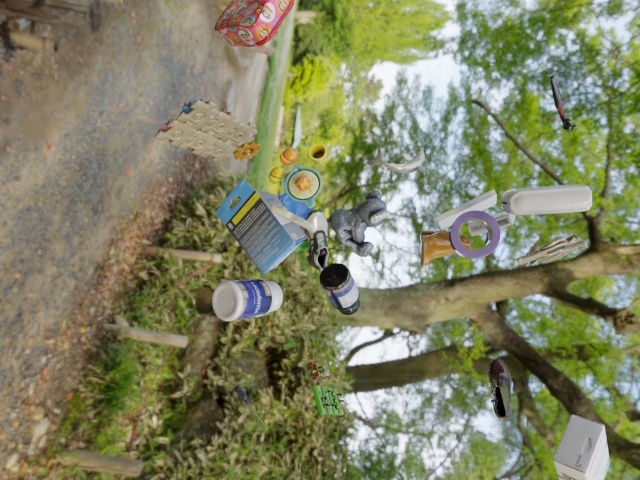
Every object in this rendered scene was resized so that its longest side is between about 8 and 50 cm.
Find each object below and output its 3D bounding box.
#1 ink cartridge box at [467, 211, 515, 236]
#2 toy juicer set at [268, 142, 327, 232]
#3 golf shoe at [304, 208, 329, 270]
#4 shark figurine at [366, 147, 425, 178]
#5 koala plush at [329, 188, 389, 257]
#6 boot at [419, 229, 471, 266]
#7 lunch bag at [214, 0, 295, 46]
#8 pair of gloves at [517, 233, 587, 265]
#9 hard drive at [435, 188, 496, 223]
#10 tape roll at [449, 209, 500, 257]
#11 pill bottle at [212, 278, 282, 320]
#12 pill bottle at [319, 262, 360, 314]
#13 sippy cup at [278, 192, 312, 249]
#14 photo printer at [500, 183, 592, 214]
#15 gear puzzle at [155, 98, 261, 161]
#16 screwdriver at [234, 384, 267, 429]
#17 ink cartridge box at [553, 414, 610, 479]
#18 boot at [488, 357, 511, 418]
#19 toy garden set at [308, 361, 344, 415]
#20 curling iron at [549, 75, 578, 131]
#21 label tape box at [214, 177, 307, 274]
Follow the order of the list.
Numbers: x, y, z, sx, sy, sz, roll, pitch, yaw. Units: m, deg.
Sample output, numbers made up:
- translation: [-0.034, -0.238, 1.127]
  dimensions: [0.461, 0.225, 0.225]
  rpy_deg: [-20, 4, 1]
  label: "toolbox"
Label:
- translation: [0.772, -0.099, 2.281]
  dimensions: [0.066, 0.189, 0.232]
  rpy_deg: [64, 30, -12]
  label: "ink cartridge box"
- translation: [-0.098, -0.203, 1.848]
  dimensions: [0.089, 0.210, 0.328]
  rpy_deg: [60, 38, -73]
  label: "toy juicer set"
- translation: [0.000, 0.000, 2.167]
  dimensions: [0.120, 0.105, 0.272]
  rpy_deg: [-134, -144, -58]
  label: "golf shoe"
- translation: [0.371, -0.334, 2.366]
  dimensions: [0.116, 0.279, 0.166]
  rpy_deg: [112, -33, -54]
  label: "shark figurine"
- translation: [0.171, -0.087, 1.990]
  dimensions: [0.221, 0.203, 0.196]
  rpy_deg: [-39, -146, 28]
  label: "koala plush"
- translation: [0.529, 0.030, 2.153]
  dimensions: [0.295, 0.212, 0.104]
  rpy_deg: [-65, 160, -62]
  label: "boot"
- translation: [-0.235, -0.838, 1.851]
  dimensions: [0.293, 0.120, 0.258]
  rpy_deg: [24, -99, 47]
  label: "lunch bag"
- translation: [0.793, 0.033, 1.744]
  dimensions: [0.204, 0.240, 0.042]
  rpy_deg: [-29, -112, 32]
  label: "pair of gloves"
- translation: [0.744, -0.153, 2.596]
  dimensions: [0.040, 0.308, 0.203]
  rpy_deg: [67, 12, 17]
  label: "hard drive"
- translation: [0.607, -0.021, 2.010]
  dimensions: [0.080, 0.189, 0.188]
  rpy_deg: [23, 75, -79]
  label: "tape roll"
- translation: [-0.277, 0.226, 1.981]
  dimensions: [0.265, 0.153, 0.153]
  rpy_deg: [1, 100, -55]
  label: "pill bottle"
- translation: [0.083, 0.195, 1.978]
  dimensions: [0.219, 0.123, 0.122]
  rpy_deg: [64, 23, -47]
  label: "pill bottle"
- translation: [-0.154, -0.090, 2.275]
  dimensions: [0.224, 0.306, 0.239]
  rpy_deg: [-48, -130, 43]
  label: "sippy cup"
- translation: [0.877, -0.160, 2.018]
  dimensions: [0.256, 0.308, 0.106]
  rpy_deg: [-27, 114, -75]
  label: "photo printer"
- translation: [-0.270, -0.289, 1.376]
  dimensions: [0.339, 0.176, 0.044]
  rpy_deg: [14, 48, -59]
  label: "gear puzzle"
- translation: [-0.219, 0.524, 1.590]
  dimensions: [0.025, 0.169, 0.024]
  rpy_deg: [-42, 157, 8]
  label: "screwdriver"
- translation: [0.947, 0.795, 1.837]
  dimensions: [0.198, 0.115, 0.272]
  rpy_deg: [-49, 129, -28]
  label: "ink cartridge box"
- translation: [0.725, 0.590, 2.048]
  dimensions: [0.207, 0.090, 0.248]
  rpy_deg: [44, 41, -62]
  label: "boot"
- translation: [0.033, 0.598, 2.059]
  dimensions: [0.244, 0.049, 0.203]
  rpy_deg: [40, 30, -62]
  label: "toy garden set"
- translation: [0.909, -0.513, 1.911]
  dimensions: [0.035, 0.274, 0.068]
  rpy_deg: [-46, -143, -5]
  label: "curling iron"
- translation: [-0.244, -0.066, 2.074]
  dimensions: [0.241, 0.333, 0.106]
  rpy_deg: [-43, 171, 34]
  label: "label tape box"
